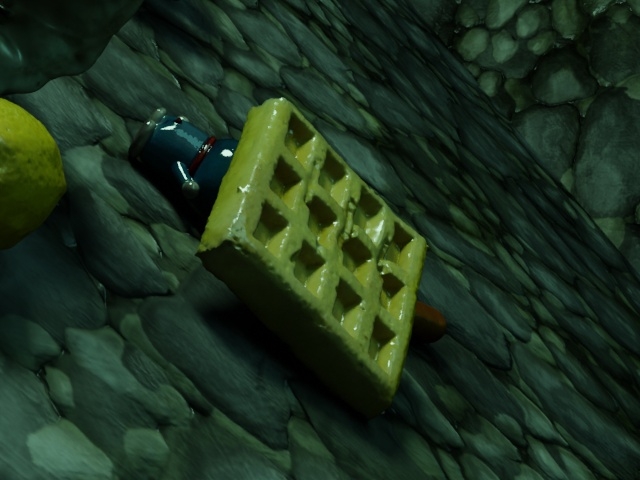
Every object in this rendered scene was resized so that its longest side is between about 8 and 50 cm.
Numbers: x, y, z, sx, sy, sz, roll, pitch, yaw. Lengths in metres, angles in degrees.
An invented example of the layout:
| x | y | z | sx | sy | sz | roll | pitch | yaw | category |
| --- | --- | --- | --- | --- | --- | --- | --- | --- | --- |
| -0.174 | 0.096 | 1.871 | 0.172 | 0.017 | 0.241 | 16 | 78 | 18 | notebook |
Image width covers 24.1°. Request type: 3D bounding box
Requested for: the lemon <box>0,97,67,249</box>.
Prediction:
| x | y | z | sx | sy | sz | roll | pitch | yaw | category |
| --- | --- | --- | --- | --- | --- | --- | --- | --- | --- |
| -0.237 | -0.046 | 1.031 | 0.114 | 0.114 | 0.155 | 49 | 20 | 16 | lemon |

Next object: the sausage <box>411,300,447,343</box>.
| x | y | z | sx | sy | sz | roll | pitch | yaw | category |
| --- | --- | --- | --- | --- | --- | --- | --- | --- | --- |
| 0.089 | 0.082 | 1.627 | 0.131 | 0.039 | 0.041 | 22 | 35 | -50 | sausage |

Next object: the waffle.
| x | y | z | sx | sy | sz | roll | pitch | yaw | category |
| --- | --- | --- | --- | --- | --- | --- | --- | --- | --- |
| 0.002 | 0.013 | 1.397 | 0.248 | 0.055 | 0.221 | 46 | 35 | -25 | waffle |

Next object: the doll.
| x | y | z | sx | sy | sz | roll | pitch | yaw | category |
| --- | --- | --- | --- | --- | --- | --- | --- | --- | --- |
| -0.110 | -0.068 | 1.453 | 0.152 | 0.085 | 0.114 | 32 | 33 | -5 | doll |

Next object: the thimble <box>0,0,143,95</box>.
| x | y | z | sx | sy | sz | roll | pitch | yaw | category |
| --- | --- | --- | --- | --- | --- | --- | --- | --- | --- |
| -0.279 | -0.265 | 1.187 | 0.291 | 0.291 | 0.195 | 23 | 22 | -51 | thimble |
